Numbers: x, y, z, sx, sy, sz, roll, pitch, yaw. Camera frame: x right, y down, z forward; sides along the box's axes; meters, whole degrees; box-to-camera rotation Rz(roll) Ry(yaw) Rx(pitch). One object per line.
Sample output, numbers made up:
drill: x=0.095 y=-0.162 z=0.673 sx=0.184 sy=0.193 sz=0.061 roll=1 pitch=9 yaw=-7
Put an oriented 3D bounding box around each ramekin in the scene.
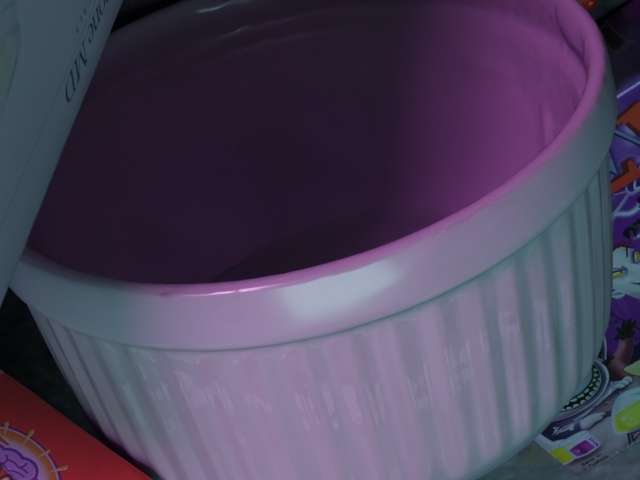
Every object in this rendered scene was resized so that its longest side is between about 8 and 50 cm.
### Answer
ramekin: x=0.000 y=0.000 z=0.627 sx=0.207 sy=0.207 sz=0.109 roll=-15 pitch=121 yaw=-1

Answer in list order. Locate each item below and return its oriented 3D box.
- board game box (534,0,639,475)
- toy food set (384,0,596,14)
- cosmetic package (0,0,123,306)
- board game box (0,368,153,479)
board game box: x=0.197 y=-0.041 z=0.781 sx=0.347 sy=0.056 sz=0.208 roll=-33 pitch=131 yaw=18
toy food set: x=0.065 y=-0.094 z=0.701 sx=0.083 sy=0.020 sz=0.082 roll=-23 pitch=137 yaw=7
cosmetic package: x=-0.150 y=-0.089 z=0.468 sx=0.138 sy=0.224 sz=0.224 roll=5 pitch=139 yaw=11
board game box: x=-0.162 y=0.145 z=0.728 sx=0.064 sy=0.242 sz=0.316 roll=-39 pitch=148 yaw=-33
